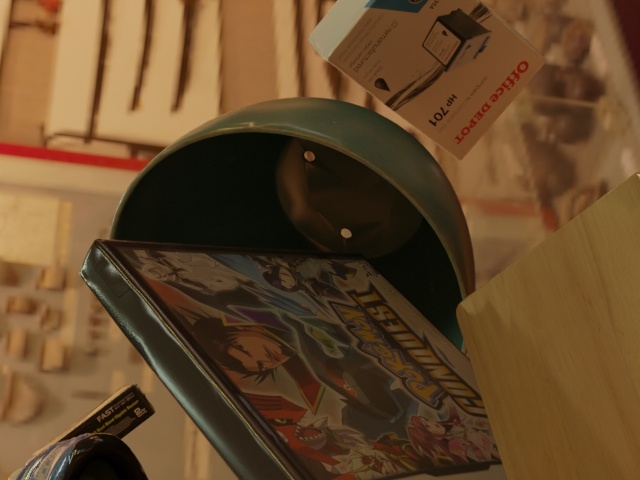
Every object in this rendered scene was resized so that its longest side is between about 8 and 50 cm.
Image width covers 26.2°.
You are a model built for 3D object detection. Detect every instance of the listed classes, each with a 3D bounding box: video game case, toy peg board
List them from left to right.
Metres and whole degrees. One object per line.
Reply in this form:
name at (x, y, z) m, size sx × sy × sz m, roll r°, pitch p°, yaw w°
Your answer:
video game case at (0.017, 0.093, 0.864) m, size 0.275 × 0.248 × 0.035 m, roll 46°, pitch 118°, yaw 35°
toy peg board at (0.172, 0.073, 0.749) m, size 0.160 × 0.079 × 0.161 m, roll -42°, pitch 53°, yaw 44°

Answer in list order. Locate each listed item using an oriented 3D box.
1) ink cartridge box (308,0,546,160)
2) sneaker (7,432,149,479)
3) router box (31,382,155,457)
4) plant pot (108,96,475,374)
ink cartridge box at (0.108, -0.193, 1.378) m, size 0.139 × 0.191 × 0.082 m, roll -50°, pitch 26°, yaw 11°
sneaker at (-0.137, 0.284, 0.931) m, size 0.147 × 0.130 × 0.330 m, roll -47°, pitch 58°, yaw 55°
router box at (-0.229, 0.194, 1.383) m, size 0.038 × 0.122 × 0.092 m, roll 53°, pitch 165°, yaw -3°
plant pot at (0.000, 0.000, 1.125) m, size 0.195 × 0.290 × 0.290 m, roll -58°, pitch -15°, yaw -55°
